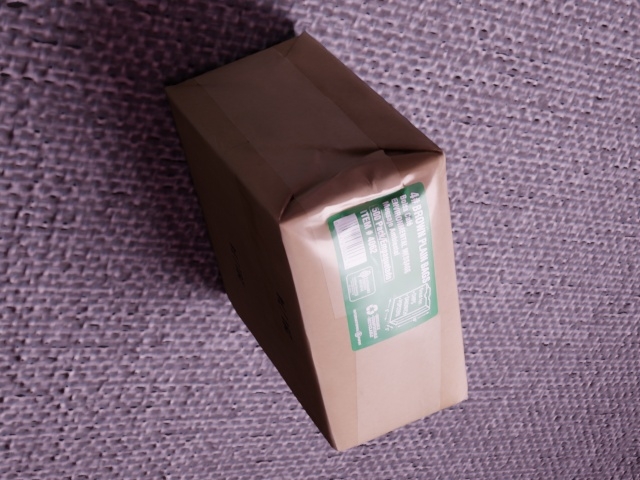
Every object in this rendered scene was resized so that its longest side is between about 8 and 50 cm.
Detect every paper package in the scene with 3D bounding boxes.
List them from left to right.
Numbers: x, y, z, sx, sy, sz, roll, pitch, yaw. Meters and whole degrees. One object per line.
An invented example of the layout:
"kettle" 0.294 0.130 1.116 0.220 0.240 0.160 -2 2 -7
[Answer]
"paper package" 0.000 0.000 1.051 0.168 0.309 0.324 -24 131 -15
